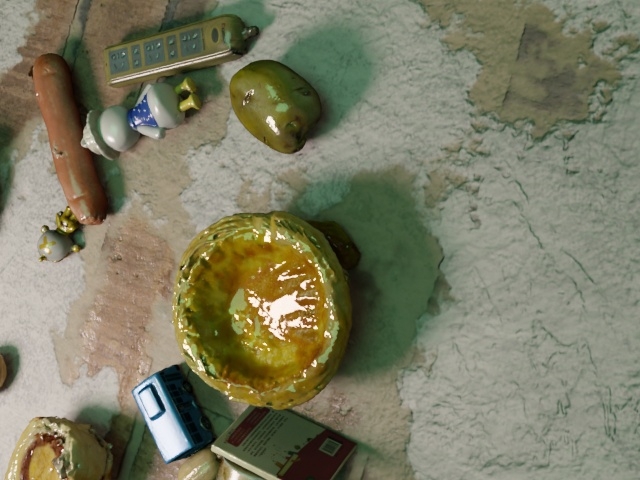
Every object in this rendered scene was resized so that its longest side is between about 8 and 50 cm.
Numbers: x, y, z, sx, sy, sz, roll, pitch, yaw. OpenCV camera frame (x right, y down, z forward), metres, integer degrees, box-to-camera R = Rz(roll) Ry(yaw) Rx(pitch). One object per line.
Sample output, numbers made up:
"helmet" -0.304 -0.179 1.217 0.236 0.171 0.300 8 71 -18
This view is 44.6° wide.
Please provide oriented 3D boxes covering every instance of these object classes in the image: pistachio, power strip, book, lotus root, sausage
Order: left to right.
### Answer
"sausage" -0.569 -0.227 1.766 0.094 0.094 0.419 -35 71 58
"power strip" -0.306 -0.410 1.682 0.387 0.066 0.092 -8 86 22
"lotus root" -0.251 0.478 1.607 0.150 0.062 0.073 -42 72 14
"book" -0.069 0.394 1.490 0.231 0.162 0.022 19 124 23
"pistachio" 0.000 0.000 1.536 0.172 0.049 0.090 25 96 22

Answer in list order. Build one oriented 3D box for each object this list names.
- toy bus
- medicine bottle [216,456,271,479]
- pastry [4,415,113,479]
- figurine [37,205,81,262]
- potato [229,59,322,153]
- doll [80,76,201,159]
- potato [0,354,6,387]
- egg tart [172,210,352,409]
"toy bus" -0.308 0.357 1.615 0.090 0.106 0.185 -36 74 20
"medicine bottle" -0.158 0.582 1.513 0.151 0.151 0.323 17 94 23
"pastry" -0.550 0.511 1.684 0.236 0.170 0.256 24 101 42
"figurine" -0.587 -0.013 1.780 0.143 0.068 0.101 -37 81 0
"potato" -0.090 -0.268 1.542 0.200 0.137 0.154 46 105 17
"doll" -0.394 -0.262 1.689 0.293 0.119 0.138 -22 71 15
"potato" -0.797 0.322 1.827 0.147 0.112 0.112 -31 76 26
"egg tart" -0.105 0.130 1.502 0.387 0.169 0.388 1 92 22
